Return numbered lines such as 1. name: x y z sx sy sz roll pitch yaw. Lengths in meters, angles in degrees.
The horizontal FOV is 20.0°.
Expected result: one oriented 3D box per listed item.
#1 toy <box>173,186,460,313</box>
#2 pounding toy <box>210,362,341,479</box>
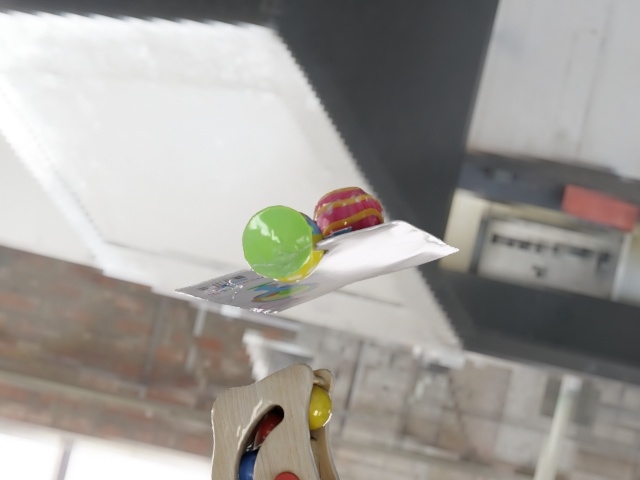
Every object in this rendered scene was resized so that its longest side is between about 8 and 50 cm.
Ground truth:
1. toy: 0.000 0.000 1.148 0.137 0.056 0.237 -18 174 11
2. pounding toy: -0.031 0.246 1.661 0.154 0.269 0.155 -2 171 18
